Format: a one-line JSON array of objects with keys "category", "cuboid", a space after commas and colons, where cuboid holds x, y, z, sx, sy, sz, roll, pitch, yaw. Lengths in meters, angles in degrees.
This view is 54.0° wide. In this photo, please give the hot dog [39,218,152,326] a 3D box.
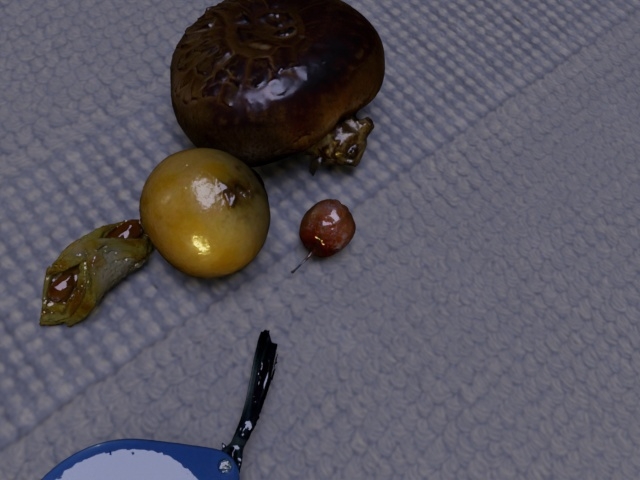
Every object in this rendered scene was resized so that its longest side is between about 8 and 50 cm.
[{"category": "hot dog", "cuboid": [-0.258, 0.027, 0.713, 0.078, 0.061, 0.169, 35, 64, 11]}]

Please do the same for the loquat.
[{"category": "loquat", "cuboid": [-0.130, -0.031, 0.714, 0.163, 0.163, 0.137, 27, 55, 6]}]

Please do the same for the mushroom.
[{"category": "mushroom", "cuboid": [-0.050, -0.210, 0.806, 0.278, 0.163, 0.297, 38, 63, 11]}]

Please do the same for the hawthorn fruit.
[{"category": "hawthorn fruit", "cuboid": [0.000, 0.000, 0.764, 0.066, 0.067, 0.103, 28, 73, 6]}]

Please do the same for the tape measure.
[{"category": "tape measure", "cuboid": [-0.162, 0.232, 0.608, 0.215, 0.098, 0.351, 9, 60, -5]}]
